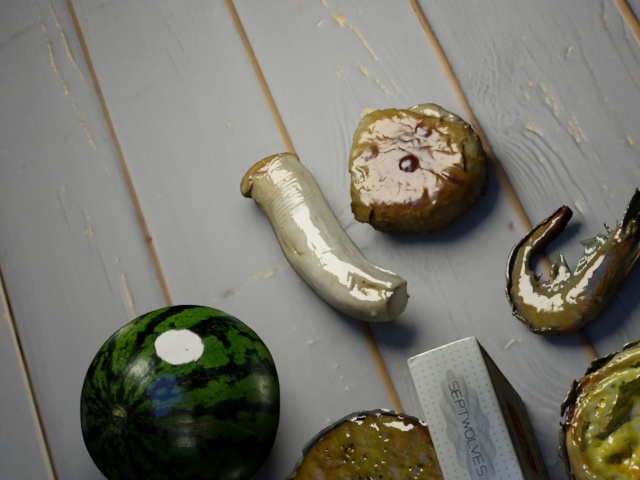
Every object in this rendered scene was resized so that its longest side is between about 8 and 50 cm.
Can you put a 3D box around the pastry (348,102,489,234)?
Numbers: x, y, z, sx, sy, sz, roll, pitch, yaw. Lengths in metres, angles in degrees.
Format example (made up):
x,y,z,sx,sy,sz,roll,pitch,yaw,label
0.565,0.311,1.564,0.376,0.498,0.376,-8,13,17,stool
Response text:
x,y,z,sx,sy,sz,roll,pitch,yaw,label
0.136,-0.107,1.784,0.218,0.100,0.229,38,85,27,pastry

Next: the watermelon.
x,y,z,sx,sy,sz,roll,pitch,yaw,label
-0.196,0.234,1.680,0.285,0.285,0.285,-7,68,17,watermelon

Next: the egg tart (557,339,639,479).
x,y,z,sx,sy,sz,roll,pitch,yaw,label
0.451,0.263,1.543,0.279,0.095,0.279,-9,66,22,egg tart

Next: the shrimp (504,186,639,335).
x,y,z,sx,sy,sz,roll,pitch,yaw,label
0.361,0.021,1.687,0.173,0.058,0.253,28,83,34,shrimp

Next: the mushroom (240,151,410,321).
x,y,z,sx,sy,sz,roll,pitch,yaw,label
0.000,0.000,1.786,0.122,0.095,0.351,-52,60,17,mushroom

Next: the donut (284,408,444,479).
x,y,z,sx,sy,sz,roll,pitch,yaw,label
0.079,0.371,1.627,0.272,0.107,0.272,-9,67,21,donut

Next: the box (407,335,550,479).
x,y,z,sx,sy,sz,roll,pitch,yaw,label
0.216,0.266,1.485,0.095,0.330,0.210,-21,65,10,box
